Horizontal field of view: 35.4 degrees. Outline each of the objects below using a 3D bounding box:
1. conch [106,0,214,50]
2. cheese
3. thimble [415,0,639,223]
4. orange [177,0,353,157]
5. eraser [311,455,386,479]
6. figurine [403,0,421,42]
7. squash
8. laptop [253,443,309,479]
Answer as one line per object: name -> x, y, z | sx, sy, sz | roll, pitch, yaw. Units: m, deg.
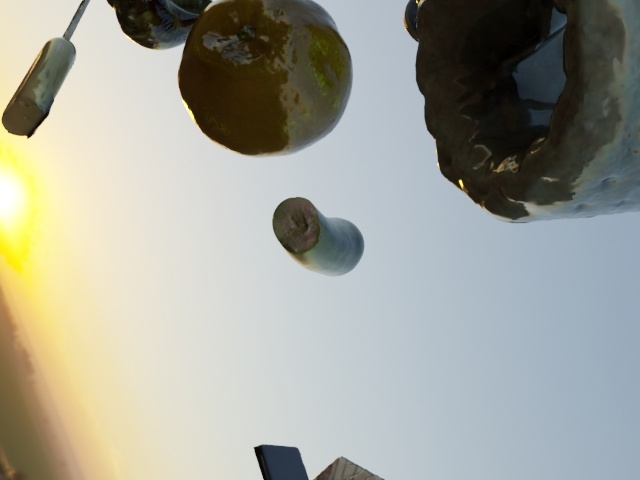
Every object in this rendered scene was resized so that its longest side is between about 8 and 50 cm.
conch -> -0.293, -0.419, 1.762 | 0.181, 0.124, 0.187 | 51, 32, -14
cheese -> -0.390, -0.271, 1.483 | 0.054, 0.251, 0.127 | 31, -34, -22
thimble -> 0.216, -0.161, 0.843 | 0.291, 0.195, 0.291 | 174, -90, -70
orange -> -0.088, -0.265, 1.571 | 0.279, 0.279, 0.235 | 58, -12, 33
eraser -> -0.015, 0.299, 0.905 | 0.124, 0.210, 0.068 | 16, -42, 57
figurine -> 0.231, -0.453, 1.735 | 0.133, 0.176, 0.236 | 25, -20, 3
squash -> 0.000, 0.000, 1.308 | 0.083, 0.083, 0.250 | 64, 11, 13
laptop -> -0.037, 0.397, 1.485 | 0.135, 0.016, 0.197 | 28, 40, -60
